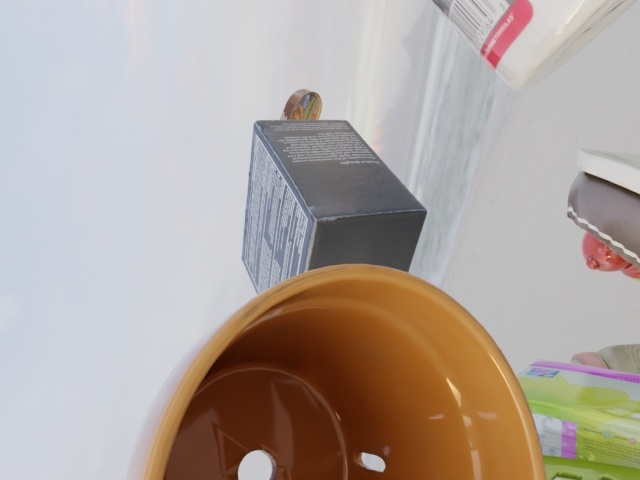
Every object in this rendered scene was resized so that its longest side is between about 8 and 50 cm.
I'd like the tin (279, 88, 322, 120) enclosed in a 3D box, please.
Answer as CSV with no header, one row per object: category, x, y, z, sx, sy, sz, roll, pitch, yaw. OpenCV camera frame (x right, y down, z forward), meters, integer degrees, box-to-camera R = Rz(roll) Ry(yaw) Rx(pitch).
tin,-0.058,-0.275,1.345,0.106,0.040,0.189,1,-62,-51

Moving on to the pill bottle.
pill bottle,0.127,-0.297,0.454,0.176,0.318,0.176,-38,-7,-6

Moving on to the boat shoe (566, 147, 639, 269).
boat shoe,0.252,0.053,0.255,0.117,0.324,0.096,-11,-53,-42

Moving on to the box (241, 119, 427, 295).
box,0.000,0.000,0.903,0.294,0.183,0.296,-119,32,-47

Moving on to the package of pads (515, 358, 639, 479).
package of pads,0.400,0.256,0.770,0.229,0.296,0.101,-9,-82,-48

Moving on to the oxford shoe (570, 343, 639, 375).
oxford shoe,0.588,0.376,0.972,0.140,0.147,0.397,69,-176,-80

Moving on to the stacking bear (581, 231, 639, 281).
stacking bear,0.687,0.022,1.154,0.164,0.289,0.175,-150,66,-82

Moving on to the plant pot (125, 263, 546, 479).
plant pot,-0.011,0.178,0.409,0.203,0.291,0.290,-25,48,56

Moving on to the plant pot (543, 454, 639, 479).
plant pot,0.253,0.362,0.554,0.207,0.227,0.228,6,-99,-55
